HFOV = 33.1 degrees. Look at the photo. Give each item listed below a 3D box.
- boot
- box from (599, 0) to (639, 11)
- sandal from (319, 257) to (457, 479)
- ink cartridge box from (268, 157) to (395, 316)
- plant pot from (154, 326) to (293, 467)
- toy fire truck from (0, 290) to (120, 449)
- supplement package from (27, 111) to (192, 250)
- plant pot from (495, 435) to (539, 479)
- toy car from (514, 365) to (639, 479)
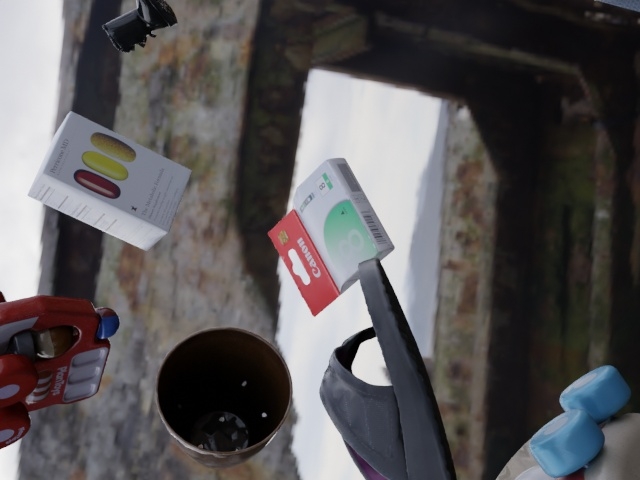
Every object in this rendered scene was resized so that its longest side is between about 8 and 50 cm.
[{"bbox_3d":[-0.277,-0.333,1.597,0.045,0.099,0.121,69,-172,24],"label":"boot"},{"bbox_3d":[0.328,-0.211,0.810,0.183,0.233,0.059,-67,-9,-50],"label":"box"},{"bbox_3d":[0.064,0.192,1.012,0.167,0.107,0.445,67,-172,-46],"label":"sandal"},{"bbox_3d":[0.000,0.000,1.769,0.056,0.181,0.225,-7,-28,-50],"label":"ink cartridge box"},{"bbox_3d":[-0.163,0.288,1.780,0.230,0.215,0.215,102,-179,-59],"label":"plant pot"},{"bbox_3d":[-0.450,0.182,1.699,0.169,0.254,0.302,57,143,28],"label":"toy fire truck"},{"bbox_3d":[-0.383,-0.104,1.954,0.134,0.244,0.139,-32,37,59],"label":"supplement package"},{"bbox_3d":[0.458,0.472,1.774,0.256,0.274,0.256,-24,-45,-27],"label":"plant pot"},{"bbox_3d":[0.269,0.299,1.166,0.238,0.219,0.210,-37,-2,34],"label":"toy car"}]
